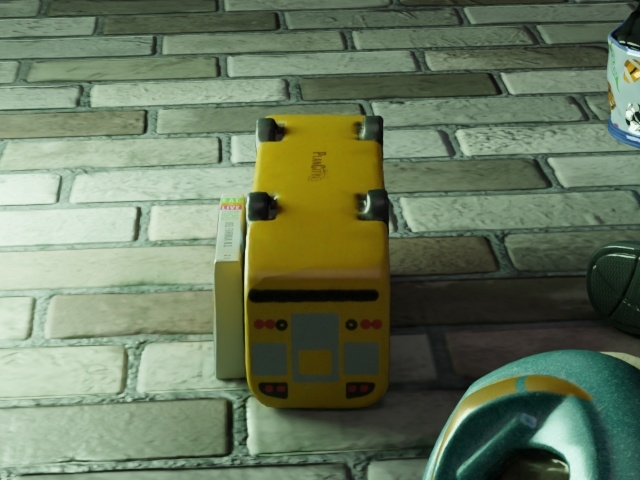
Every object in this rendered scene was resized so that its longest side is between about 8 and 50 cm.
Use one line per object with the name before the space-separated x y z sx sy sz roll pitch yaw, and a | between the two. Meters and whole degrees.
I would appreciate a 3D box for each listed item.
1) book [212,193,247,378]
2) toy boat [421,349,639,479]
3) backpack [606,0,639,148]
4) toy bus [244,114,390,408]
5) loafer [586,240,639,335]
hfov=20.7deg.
book | -0.070 0.032 1.354 0.035 0.096 0.144 -1 22 -1
toy boat | 0.164 0.095 0.950 0.318 0.148 0.267 -47 22 7
backpack | 0.389 -0.149 1.645 0.276 0.213 0.263 3 15 32
toy bus | 0.000 0.000 1.386 0.108 0.130 0.333 -1 22 1
loafer | 0.322 0.049 1.315 0.084 0.096 0.267 -11 21 -38
